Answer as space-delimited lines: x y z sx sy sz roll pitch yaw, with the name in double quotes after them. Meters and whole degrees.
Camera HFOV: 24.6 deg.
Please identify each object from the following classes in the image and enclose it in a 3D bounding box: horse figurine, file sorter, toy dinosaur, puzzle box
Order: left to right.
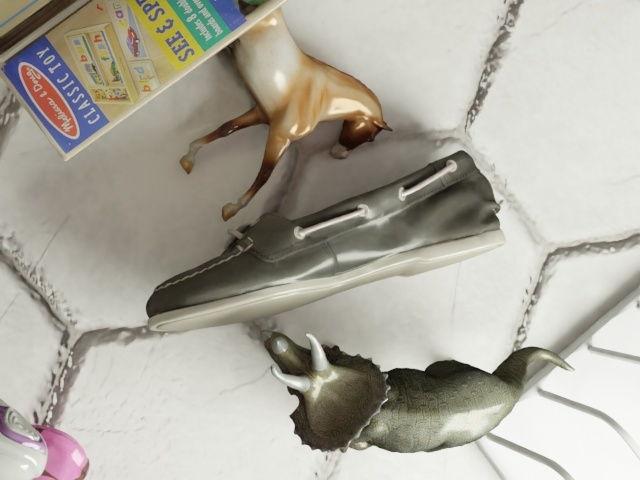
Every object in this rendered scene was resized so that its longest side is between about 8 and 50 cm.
-0.213 -0.302 1.148 0.272 0.052 0.409 -37 97 -1 "puzzle box"
-0.071 -0.147 1.243 0.174 0.066 0.263 -37 107 -5 "horse figurine"
0.084 0.143 1.262 0.313 0.160 0.121 8 92 -17 "toy dinosaur"
0.321 0.174 1.334 0.278 0.173 0.193 -39 103 -11 "file sorter"

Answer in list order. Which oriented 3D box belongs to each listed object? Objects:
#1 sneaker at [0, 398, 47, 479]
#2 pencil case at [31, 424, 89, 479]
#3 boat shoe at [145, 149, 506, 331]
-0.364 0.164 1.142 0.305 0.114 0.152 10 97 2 "sneaker"
-0.266 0.245 1.162 0.209 0.098 0.095 -65 145 -35 "pencil case"
0.000 0.000 1.262 0.335 0.112 0.095 -14 80 -22 "boat shoe"
